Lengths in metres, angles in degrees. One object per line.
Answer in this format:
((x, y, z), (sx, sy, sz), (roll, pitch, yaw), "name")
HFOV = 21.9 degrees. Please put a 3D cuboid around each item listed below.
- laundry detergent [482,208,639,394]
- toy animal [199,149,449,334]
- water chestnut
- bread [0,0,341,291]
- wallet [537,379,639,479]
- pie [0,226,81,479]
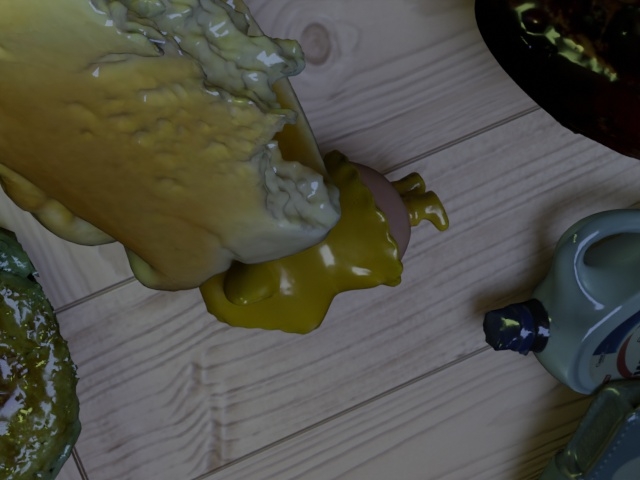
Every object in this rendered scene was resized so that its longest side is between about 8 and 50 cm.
((0.301, 0.059, 1.694), (0.281, 0.105, 0.214), (-4, 124, -21), "laundry detergent")
((-0.002, -0.002, 1.497), (0.230, 0.156, 0.156), (-21, 123, -15), "toy animal")
((0.285, -0.210, 1.454), (0.244, 0.289, 0.289), (-20, 128, -48), "water chestnut")
((-0.159, -0.121, 1.248), (0.245, 0.329, 0.424), (-42, 131, 2), "bread")
((0.346, 0.279, 1.814), (0.252, 0.083, 0.360), (5, 131, -23), "wallet")
((-0.357, 0.137, 1.408), (0.288, 0.103, 0.354), (-18, 108, -23), "pie")
